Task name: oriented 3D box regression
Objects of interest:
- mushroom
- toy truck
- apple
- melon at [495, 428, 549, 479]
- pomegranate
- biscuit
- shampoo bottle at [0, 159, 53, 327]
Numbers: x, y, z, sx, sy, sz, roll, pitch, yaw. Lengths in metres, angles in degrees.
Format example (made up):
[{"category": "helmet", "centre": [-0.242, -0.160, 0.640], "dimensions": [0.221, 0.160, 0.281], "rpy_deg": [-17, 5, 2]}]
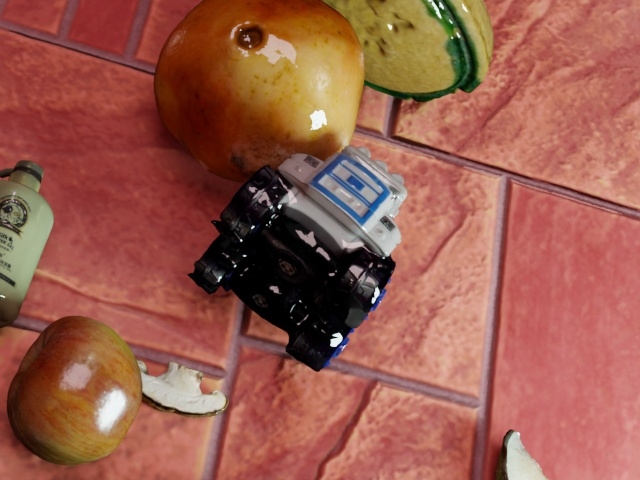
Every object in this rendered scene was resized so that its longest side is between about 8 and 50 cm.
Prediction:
[{"category": "mushroom", "centre": [-0.133, 0.137, 1.202], "dimensions": [0.101, 0.019, 0.049], "rpy_deg": [23, 58, -8]}, {"category": "toy truck", "centre": [0.000, 0.000, 1.210], "dimensions": [0.161, 0.213, 0.177], "rpy_deg": [39, 53, 4]}, {"category": "apple", "centre": [-0.208, 0.129, 1.122], "dimensions": [0.102, 0.126, 0.126], "rpy_deg": [33, 56, -17]}, {"category": "melon", "centre": [0.211, 0.269, 1.224], "dimensions": [0.098, 0.054, 0.182], "rpy_deg": [-30, 75, -36]}, {"category": "pomegranate", "centre": [-0.059, -0.158, 1.286], "dimensions": [0.209, 0.209, 0.209], "rpy_deg": [8, 60, -14]}, {"category": "biscuit", "centre": [0.016, -0.251, 1.330], "dimensions": [0.344, 0.287, 0.057], "rpy_deg": [46, 57, -41]}, {"category": "shampoo bottle", "centre": [-0.290, -0.004, 1.194], "dimensions": [0.079, 0.079, 0.162], "rpy_deg": [19, 58, -7]}]
